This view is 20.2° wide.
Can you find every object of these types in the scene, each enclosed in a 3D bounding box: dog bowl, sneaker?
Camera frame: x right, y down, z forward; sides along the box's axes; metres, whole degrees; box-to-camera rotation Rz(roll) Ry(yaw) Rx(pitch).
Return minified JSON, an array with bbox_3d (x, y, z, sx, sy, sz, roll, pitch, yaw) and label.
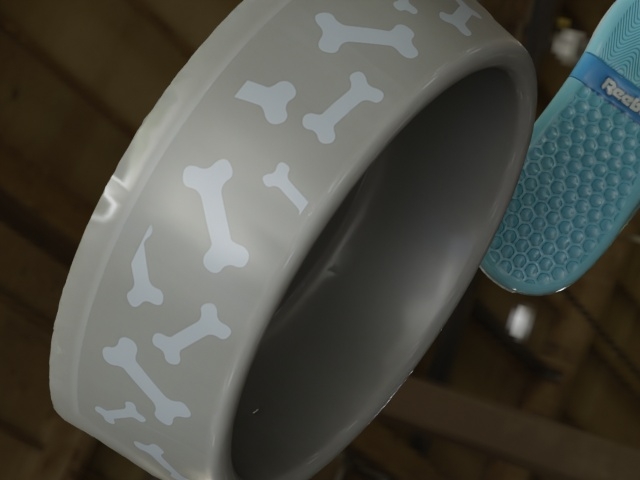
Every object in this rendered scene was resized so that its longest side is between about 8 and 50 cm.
[{"bbox_3d":[0.000,0.000,1.028,0.349,0.102,0.348,-47,-22,-25],"label":"dog bowl"},{"bbox_3d":[0.225,-0.086,1.385,0.319,0.127,0.208,-44,-5,-4],"label":"sneaker"}]
